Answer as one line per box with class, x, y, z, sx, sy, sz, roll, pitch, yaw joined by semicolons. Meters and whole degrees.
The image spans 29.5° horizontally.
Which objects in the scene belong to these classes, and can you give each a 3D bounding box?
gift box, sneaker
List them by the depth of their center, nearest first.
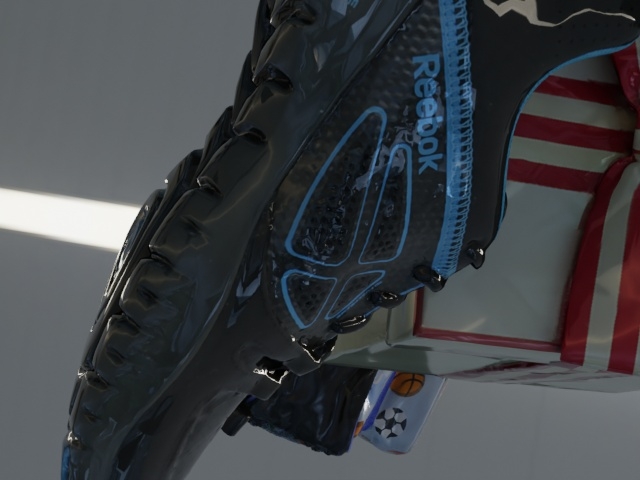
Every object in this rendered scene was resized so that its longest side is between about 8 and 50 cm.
sneaker;0.000;0.000;0.504;0.341;0.139;0.125;-58;-163;22
gift box;0.155;-0.043;0.686;0.258;0.276;0.255;144;-53;-75

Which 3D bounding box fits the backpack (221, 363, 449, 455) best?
backpack;0.008;0.049;1.039;0.277;0.213;0.263;-59;-160;-8
